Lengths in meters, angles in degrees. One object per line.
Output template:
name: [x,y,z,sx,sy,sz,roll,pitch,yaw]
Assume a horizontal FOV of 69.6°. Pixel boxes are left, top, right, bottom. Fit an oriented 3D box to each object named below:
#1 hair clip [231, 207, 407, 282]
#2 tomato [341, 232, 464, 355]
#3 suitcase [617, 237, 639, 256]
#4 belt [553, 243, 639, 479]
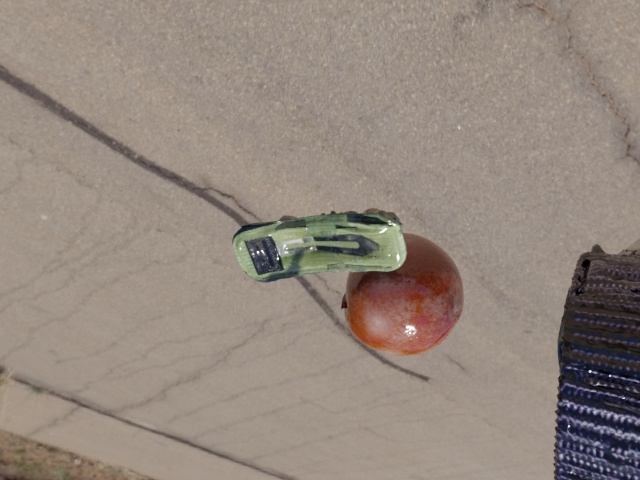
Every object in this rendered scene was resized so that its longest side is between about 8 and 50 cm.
hair clip: [0.000,-0.001,0.855,0.321,0.091,0.139,-5,128,20]
tomato: [0.181,0.117,0.981,0.264,0.265,0.265,4,138,4]
suitcase: [0.490,0.078,0.605,0.143,0.194,0.234,-47,162,17]
belt: [0.297,0.167,0.450,0.122,0.260,0.325,1,123,34]
